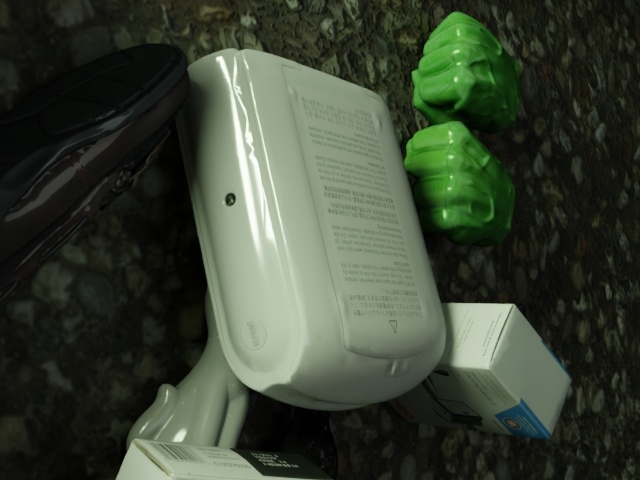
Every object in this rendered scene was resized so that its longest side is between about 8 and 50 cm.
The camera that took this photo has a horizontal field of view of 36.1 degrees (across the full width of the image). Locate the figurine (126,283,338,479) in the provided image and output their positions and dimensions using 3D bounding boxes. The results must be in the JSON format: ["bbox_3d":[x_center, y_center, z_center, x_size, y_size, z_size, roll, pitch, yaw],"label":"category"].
[{"bbox_3d":[-0.057,0.147,0.905,0.215,0.092,0.209,44,48,-34],"label":"figurine"}]

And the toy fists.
[{"bbox_3d":[0.163,-0.131,1.155,0.142,0.096,0.279,29,64,-53],"label":"toy fists"}]

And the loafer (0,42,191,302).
[{"bbox_3d":[-0.209,-0.044,0.753,0.302,0.109,0.095,-45,138,-33],"label":"loafer"}]

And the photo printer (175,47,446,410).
[{"bbox_3d":[0.000,0.000,0.893,0.256,0.107,0.308,6,66,-54],"label":"photo printer"}]

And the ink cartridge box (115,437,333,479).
[{"bbox_3d":[-0.130,0.336,0.758,0.175,0.069,0.371,19,95,-45],"label":"ink cartridge box"}]

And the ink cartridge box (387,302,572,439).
[{"bbox_3d":[0.143,0.133,1.032,0.139,0.190,0.082,47,56,-33],"label":"ink cartridge box"}]
